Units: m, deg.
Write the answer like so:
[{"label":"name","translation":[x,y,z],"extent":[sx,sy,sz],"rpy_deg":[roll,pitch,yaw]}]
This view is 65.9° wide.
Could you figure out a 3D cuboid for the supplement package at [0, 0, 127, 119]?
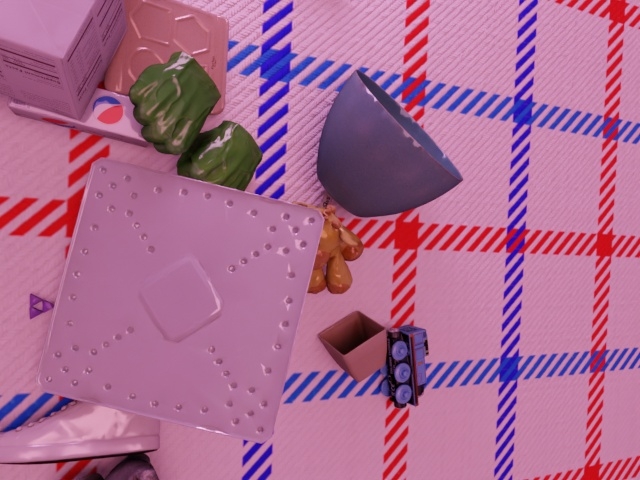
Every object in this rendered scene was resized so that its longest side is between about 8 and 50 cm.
[{"label":"supplement package","translation":[-0.447,-0.332,0.709],"extent":[0.262,0.145,0.203],"rpy_deg":[18,66,-9]}]

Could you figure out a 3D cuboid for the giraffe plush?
[{"label":"giraffe plush","translation":[0.000,0.000,0.936],"extent":[0.182,0.170,0.210],"rpy_deg":[3,87,-1]}]

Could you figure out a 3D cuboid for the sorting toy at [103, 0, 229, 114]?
[{"label":"sorting toy","translation":[-0.272,-0.337,0.890],"extent":[0.209,0.038,0.192],"rpy_deg":[4,86,-31]}]

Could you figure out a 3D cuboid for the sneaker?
[{"label":"sneaker","translation":[-0.426,0.311,0.841],"extent":[0.290,0.106,0.123],"rpy_deg":[2,66,-21]}]

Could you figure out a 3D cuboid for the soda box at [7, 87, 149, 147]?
[{"label":"soda box","translation":[-0.394,-0.220,0.833],"extent":[0.216,0.074,0.069],"rpy_deg":[12,87,-24]}]

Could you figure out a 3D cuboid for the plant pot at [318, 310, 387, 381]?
[{"label":"plant pot","translation":[0.078,0.230,1.044],"extent":[0.109,0.109,0.096],"rpy_deg":[-29,115,-20]}]

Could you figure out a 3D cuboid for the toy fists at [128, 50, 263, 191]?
[{"label":"toy fists","translation":[-0.218,-0.177,0.862],"extent":[0.142,0.096,0.279],"rpy_deg":[-62,140,-26]}]

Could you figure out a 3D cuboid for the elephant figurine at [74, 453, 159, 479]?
[{"label":"elephant figurine","translation":[-0.376,0.474,0.813],"extent":[0.240,0.169,0.185],"rpy_deg":[-23,106,-25]}]

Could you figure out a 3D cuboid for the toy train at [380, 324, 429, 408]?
[{"label":"toy train","translation":[0.190,0.281,1.107],"extent":[0.105,0.080,0.184],"rpy_deg":[-9,95,-29]}]

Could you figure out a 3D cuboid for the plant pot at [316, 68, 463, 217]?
[{"label":"plant pot","translation":[0.106,-0.158,0.971],"extent":[0.290,0.290,0.195],"rpy_deg":[38,112,-20]}]

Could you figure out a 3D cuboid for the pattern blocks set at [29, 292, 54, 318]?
[{"label":"pattern blocks set","translation":[-0.342,0.093,0.893],"extent":[0.325,0.026,0.285],"rpy_deg":[-18,99,-22]}]

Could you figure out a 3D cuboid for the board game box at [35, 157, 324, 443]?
[{"label":"board game box","translation":[-0.226,0.096,0.821],"extent":[0.390,0.050,0.389],"rpy_deg":[14,88,0]}]
